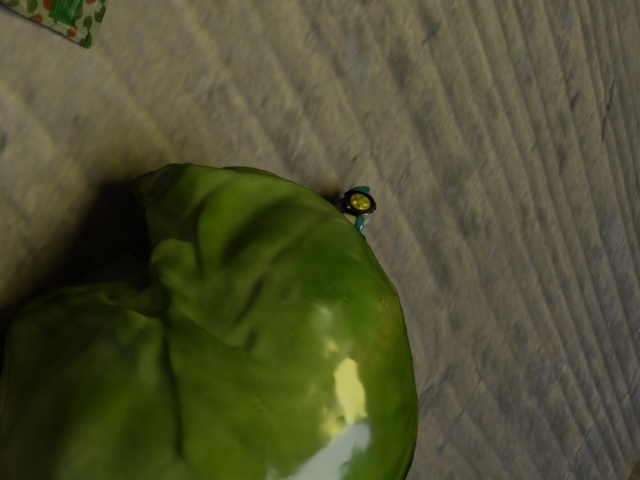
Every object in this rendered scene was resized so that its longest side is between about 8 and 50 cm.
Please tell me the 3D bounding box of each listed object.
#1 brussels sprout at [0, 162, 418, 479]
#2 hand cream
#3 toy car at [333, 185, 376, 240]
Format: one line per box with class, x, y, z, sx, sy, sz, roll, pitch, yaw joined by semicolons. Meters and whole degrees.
brussels sprout;-0.084;0.154;0.991;0.425;0.361;0.342;-59;141;-11
hand cream;-0.225;-0.202;0.904;0.165;0.037;0.057;17;94;-62
toy car;0.000;0.000;1.287;0.126;0.098;0.161;115;-7;-47
